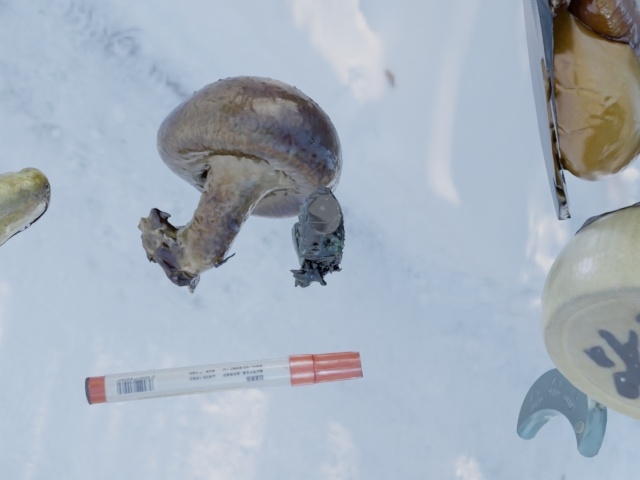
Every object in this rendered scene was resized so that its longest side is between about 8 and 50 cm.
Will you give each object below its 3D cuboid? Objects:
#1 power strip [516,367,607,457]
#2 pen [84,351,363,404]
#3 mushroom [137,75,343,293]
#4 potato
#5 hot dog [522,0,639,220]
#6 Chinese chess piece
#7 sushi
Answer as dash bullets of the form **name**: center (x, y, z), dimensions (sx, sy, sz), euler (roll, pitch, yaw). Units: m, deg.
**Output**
- **power strip**: center (0.403, 0.275, 1.729), dimensions (0.044, 0.216, 0.137), euler (20, 80, -22)
- **pen**: center (-0.081, 0.118, 0.919), dimensions (0.028, 0.239, 0.028), euler (175, -90, -84)
- **mushroom**: center (-0.146, -0.120, 1.875), dimensions (0.331, 0.334, 0.356), euler (60, 41, -34)
- **potato**: center (-0.434, -0.037, 1.407), dimensions (0.170, 0.080, 0.107), euler (-39, 158, -8)
- **hot dog**: center (0.259, -0.153, 0.999), dimensions (0.326, 0.107, 0.194), euler (58, 24, -66)
- **Chinese chess piece**: center (0.338, 0.078, 1.009), dimensions (0.104, 0.257, 0.257), euler (-64, 144, -32)
- **sushi**: center (0.000, 0.000, 1.133), dimensions (0.083, 0.056, 0.085), euler (107, -11, -49)
